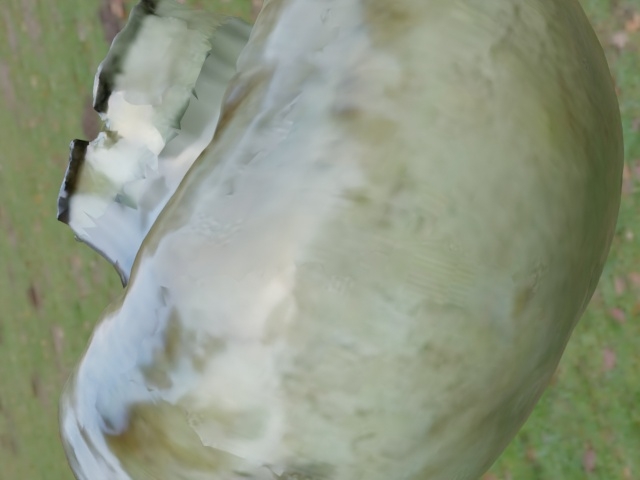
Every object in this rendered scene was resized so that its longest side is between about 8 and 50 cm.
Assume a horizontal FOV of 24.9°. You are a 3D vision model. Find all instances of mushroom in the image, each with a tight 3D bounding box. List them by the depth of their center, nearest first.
[{"bbox_3d":[0.000,0.000,0.717,0.352,0.260,0.352,-64,1,1],"label":"mushroom"}]
